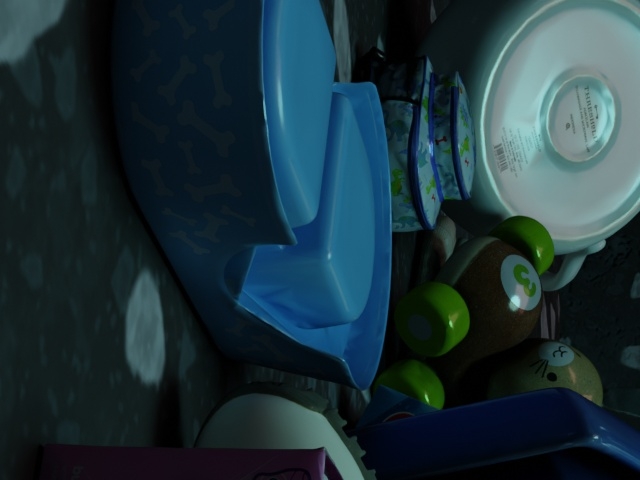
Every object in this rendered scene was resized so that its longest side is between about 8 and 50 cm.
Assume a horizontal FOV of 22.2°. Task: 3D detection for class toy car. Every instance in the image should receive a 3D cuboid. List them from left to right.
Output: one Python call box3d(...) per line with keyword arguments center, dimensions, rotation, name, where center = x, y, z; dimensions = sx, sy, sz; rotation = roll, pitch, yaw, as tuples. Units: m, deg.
box3d(center=(0.163, 0.095, 1.211), dimensions=(0.155, 0.188, 0.149), rotation=(-34, 147, -45), name="toy car")

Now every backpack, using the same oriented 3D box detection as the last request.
box3d(center=(0.068, -0.065, 1.169), dimensions=(0.105, 0.084, 0.114), rotation=(72, 24, -47), name="backpack")

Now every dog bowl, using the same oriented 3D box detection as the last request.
box3d(center=(-0.025, -0.040, 0.780), dimensions=(0.297, 0.074, 0.165), rotation=(70, 23, -58), name="dog bowl")

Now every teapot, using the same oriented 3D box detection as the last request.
box3d(center=(0.163, -0.109, 1.371), dimensions=(0.253, 0.187, 0.256), rotation=(23, 87, -32), name="teapot")

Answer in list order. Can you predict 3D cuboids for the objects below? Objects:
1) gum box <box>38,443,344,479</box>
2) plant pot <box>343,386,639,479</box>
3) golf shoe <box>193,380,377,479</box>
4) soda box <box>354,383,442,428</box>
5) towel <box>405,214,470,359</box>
box3d(center=(-0.052, 0.170, 0.568), dimensions=(0.062, 0.107, 0.188), rotation=(66, 26, -60), name="gum box")
box3d(center=(0.091, 0.207, 0.856), dimensions=(0.236, 0.236, 0.212), rotation=(31, 50, -56), name="plant pot")
box3d(center=(-0.030, 0.190, 0.688), dimensions=(0.120, 0.105, 0.272), rotation=(39, 52, -67), name="golf shoe")
box3d(center=(0.085, 0.181, 1.162), dimensions=(0.067, 0.071, 0.210), rotation=(-59, 149, -16), name="soda box")
box3d(center=(0.117, 0.182, 1.439), dimensions=(0.324, 0.056, 0.312), rotation=(-79, 162, -45), name="towel")
